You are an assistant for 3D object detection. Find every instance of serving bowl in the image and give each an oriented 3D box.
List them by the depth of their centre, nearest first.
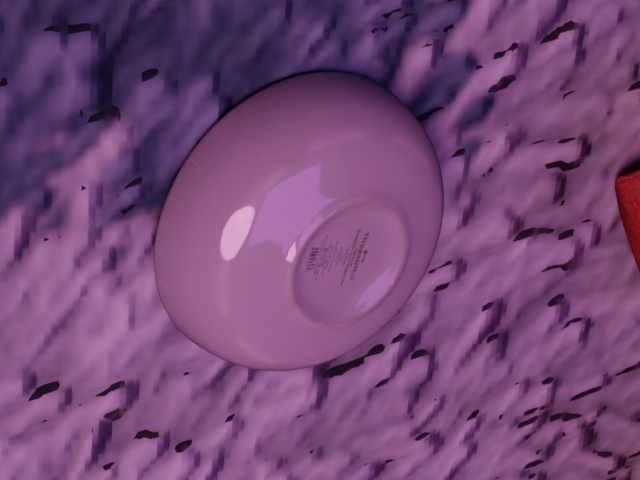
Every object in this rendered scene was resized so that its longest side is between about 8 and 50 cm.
[{"bbox_3d":[0.000,0.000,0.476,0.083,0.027,0.083,-18,126,-27],"label":"serving bowl"}]

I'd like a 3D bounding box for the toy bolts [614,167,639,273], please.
[{"bbox_3d":[0.197,0.043,0.554,0.158,0.218,0.228,-23,98,-8],"label":"toy bolts"}]
